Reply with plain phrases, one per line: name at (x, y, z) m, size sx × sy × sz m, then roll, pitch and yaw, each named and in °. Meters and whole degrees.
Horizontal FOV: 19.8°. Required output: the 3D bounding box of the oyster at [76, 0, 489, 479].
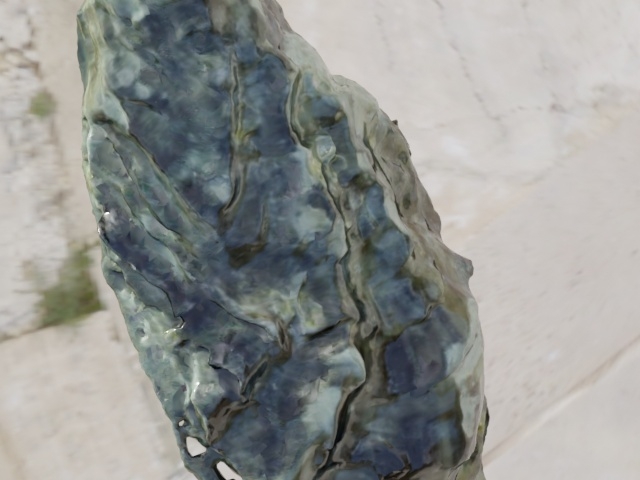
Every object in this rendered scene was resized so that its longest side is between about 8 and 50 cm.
oyster at (-0.002, 0.000, 0.669) m, size 0.087 × 0.199 × 0.252 m, roll 1°, pitch 93°, yaw 48°
